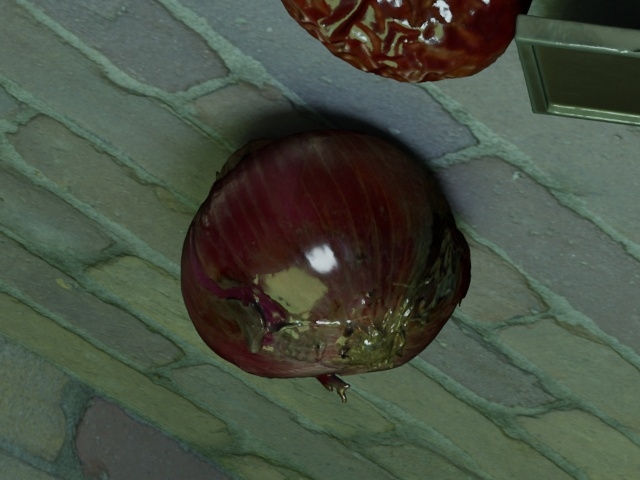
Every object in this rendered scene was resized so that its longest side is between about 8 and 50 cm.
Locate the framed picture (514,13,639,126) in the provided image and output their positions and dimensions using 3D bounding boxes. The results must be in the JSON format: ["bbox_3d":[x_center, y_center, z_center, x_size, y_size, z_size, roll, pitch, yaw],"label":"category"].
[{"bbox_3d":[0.410,-0.134,1.597,0.446,0.028,0.326,9,175,11],"label":"framed picture"}]

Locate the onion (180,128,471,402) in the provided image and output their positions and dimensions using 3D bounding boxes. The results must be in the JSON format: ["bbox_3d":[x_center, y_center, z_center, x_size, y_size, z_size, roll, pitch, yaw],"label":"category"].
[{"bbox_3d":[0.004,0.032,2.039,0.354,0.353,0.353,16,153,8],"label":"onion"}]

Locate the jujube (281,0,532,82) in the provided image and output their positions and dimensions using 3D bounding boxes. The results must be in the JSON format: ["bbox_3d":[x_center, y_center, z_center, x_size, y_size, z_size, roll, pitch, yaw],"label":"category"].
[{"bbox_3d":[0.080,-0.249,1.577,0.232,0.213,0.213,25,153,-3],"label":"jujube"}]
